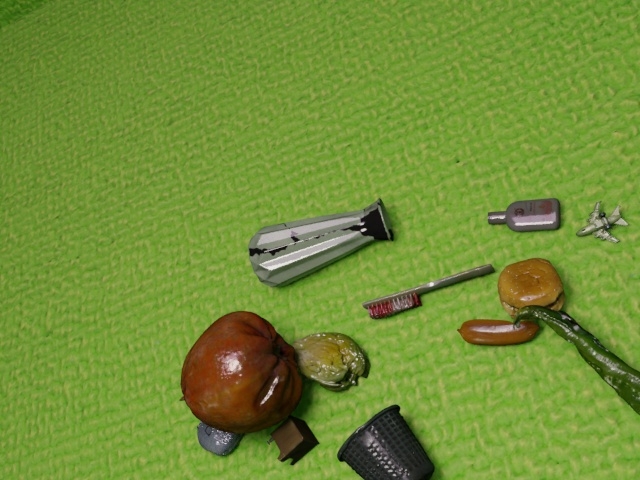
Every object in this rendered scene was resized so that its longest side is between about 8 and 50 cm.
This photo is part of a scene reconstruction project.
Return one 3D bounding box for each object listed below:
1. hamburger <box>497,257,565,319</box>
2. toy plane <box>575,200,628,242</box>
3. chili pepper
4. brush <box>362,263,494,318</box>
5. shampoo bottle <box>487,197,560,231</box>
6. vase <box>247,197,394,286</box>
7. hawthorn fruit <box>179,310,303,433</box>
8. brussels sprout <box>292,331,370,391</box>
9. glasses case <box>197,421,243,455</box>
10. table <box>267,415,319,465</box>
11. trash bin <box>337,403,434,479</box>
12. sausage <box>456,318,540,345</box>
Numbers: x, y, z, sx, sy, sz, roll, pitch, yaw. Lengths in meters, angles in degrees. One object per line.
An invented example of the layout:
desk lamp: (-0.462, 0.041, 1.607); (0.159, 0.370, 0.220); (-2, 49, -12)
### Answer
hamburger: (0.460, 0.106, 1.623); (0.138, 0.083, 0.147); (-19, 36, 10)
toy plane: (0.627, -0.036, 1.657); (0.111, 0.040, 0.102); (-23, 67, 12)
chili pepper: (0.558, 0.243, 1.497); (0.359, 0.076, 0.085); (38, 112, 22)
brush: (0.257, 0.124, 1.748); (0.321, 0.060, 0.050); (-20, 70, 16)
shampoo bottle: (0.479, -0.058, 1.742); (0.165, 0.040, 0.080); (-3, 66, 24)
vase: (0.000, 0.000, 1.888); (0.360, 0.165, 0.165); (-19, 58, 12)
hawthorn fruit: (-0.200, 0.318, 1.682); (0.298, 0.277, 0.277); (-27, 56, 16)
brussels sprout: (0.020, 0.285, 1.759); (0.181, 0.100, 0.139); (6, 58, 30)
glasses case: (-0.207, 0.393, 1.829); (0.109, 0.067, 0.282); (22, 77, 28)
table: (-0.067, 0.465, 1.713); (0.082, 0.083, 0.070); (-43, 55, 4)
trash bin: (0.152, 0.463, 1.567); (0.175, 0.175, 0.161); (-44, 65, -1)
sausage: (0.391, 0.205, 1.636); (0.183, 0.062, 0.054); (-1, 47, 24)
